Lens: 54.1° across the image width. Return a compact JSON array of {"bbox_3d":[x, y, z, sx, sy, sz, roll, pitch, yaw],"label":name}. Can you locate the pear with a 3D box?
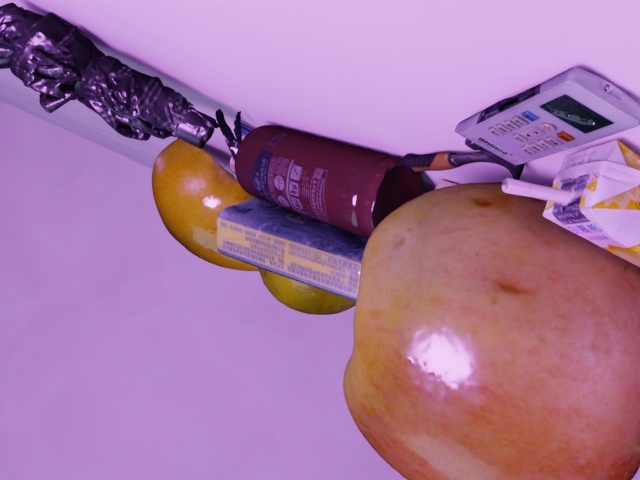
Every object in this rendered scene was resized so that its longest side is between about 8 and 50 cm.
[{"bbox_3d":[-0.262,-0.053,1.513,0.386,0.191,0.340,38,168,19],"label":"pear"}]

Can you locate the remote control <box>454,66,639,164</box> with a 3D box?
[{"bbox_3d":[0.163,-0.093,0.479,0.065,0.029,0.166,27,171,-11],"label":"remote control"}]

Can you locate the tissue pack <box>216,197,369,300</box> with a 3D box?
[{"bbox_3d":[0.000,0.000,0.932,0.257,0.081,0.185,18,-156,29],"label":"tissue pack"}]

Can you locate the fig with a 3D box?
[{"bbox_3d":[-0.004,0.001,1.222,0.258,0.258,0.326,23,157,15],"label":"fig"}]

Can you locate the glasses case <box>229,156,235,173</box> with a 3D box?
[{"bbox_3d":[-0.113,-0.122,1.371,0.193,0.070,0.102,26,177,-9],"label":"glasses case"}]

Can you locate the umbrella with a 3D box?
[{"bbox_3d":[-0.322,-0.220,0.933,0.336,0.128,0.154,27,175,-18],"label":"umbrella"}]

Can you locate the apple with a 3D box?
[{"bbox_3d":[0.174,0.112,0.657,0.304,0.339,0.338,18,175,3],"label":"apple"}]

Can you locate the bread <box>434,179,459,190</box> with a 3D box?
[{"bbox_3d":[0.221,-0.039,0.802,0.153,0.028,0.068,23,175,35],"label":"bread"}]

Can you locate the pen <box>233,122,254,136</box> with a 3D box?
[{"bbox_3d":[-0.051,-0.145,1.054,0.204,0.025,0.025,26,176,-14],"label":"pen"}]

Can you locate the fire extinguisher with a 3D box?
[{"bbox_3d":[-0.024,-0.103,0.897,0.337,0.114,0.136,20,131,37],"label":"fire extinguisher"}]

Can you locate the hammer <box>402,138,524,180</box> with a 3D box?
[{"bbox_3d":[0.147,-0.086,0.685,0.078,0.021,0.201,26,176,-17],"label":"hammer"}]

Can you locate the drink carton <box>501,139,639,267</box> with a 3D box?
[{"bbox_3d":[0.241,-0.029,0.505,0.199,0.075,0.084,26,173,-11],"label":"drink carton"}]
